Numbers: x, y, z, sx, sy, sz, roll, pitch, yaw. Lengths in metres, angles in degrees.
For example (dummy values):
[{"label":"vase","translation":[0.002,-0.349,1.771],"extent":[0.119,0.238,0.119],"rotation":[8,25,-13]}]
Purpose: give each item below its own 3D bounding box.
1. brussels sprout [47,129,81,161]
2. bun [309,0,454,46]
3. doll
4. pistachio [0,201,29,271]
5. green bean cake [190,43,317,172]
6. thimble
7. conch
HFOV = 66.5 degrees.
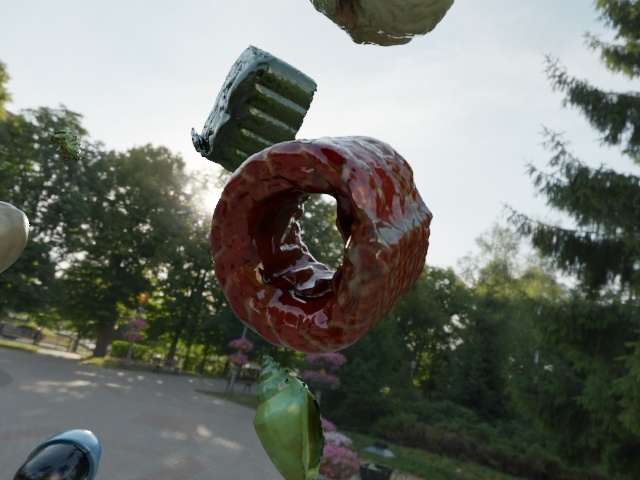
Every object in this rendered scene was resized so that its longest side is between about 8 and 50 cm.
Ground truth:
[{"label":"brussels sprout","translation":[-0.583,-0.218,1.131],"extent":[0.085,0.058,0.085],"rotation":[19,-46,21]},{"label":"bun","translation":[0.058,-0.332,0.613],"extent":[0.220,0.134,0.220],"rotation":[31,-19,12]},{"label":"doll","translation":[-0.567,0.508,1.022],"extent":[0.177,0.141,0.314],"rotation":[-30,10,10]},{"label":"pistachio","translation":[-0.602,0.014,0.833],"extent":[0.215,0.144,0.144],"rotation":[-35,-22,3]},{"label":"green bean cake","translation":[-0.188,-0.348,1.305],"extent":[0.217,0.319,0.335],"rotation":[23,12,-29]},{"label":"thimble","translation":[0.000,0.000,0.810],"extent":[0.349,0.351,0.230],"rotation":[1,13,34]},{"label":"conch","translation":[-0.039,0.245,0.648],"extent":[0.079,0.201,0.094],"rotation":[-7,17,44]}]
